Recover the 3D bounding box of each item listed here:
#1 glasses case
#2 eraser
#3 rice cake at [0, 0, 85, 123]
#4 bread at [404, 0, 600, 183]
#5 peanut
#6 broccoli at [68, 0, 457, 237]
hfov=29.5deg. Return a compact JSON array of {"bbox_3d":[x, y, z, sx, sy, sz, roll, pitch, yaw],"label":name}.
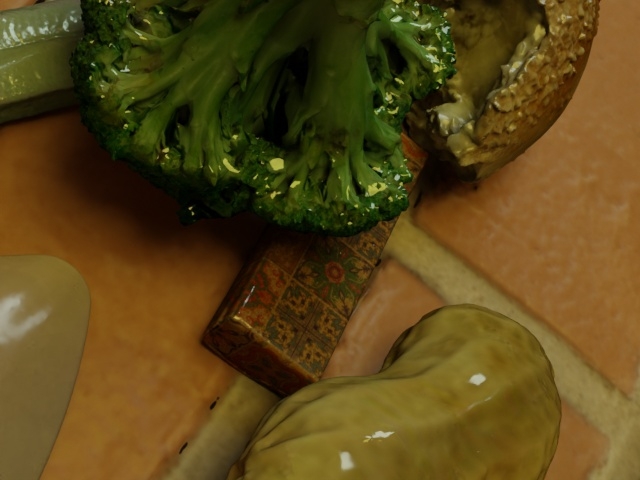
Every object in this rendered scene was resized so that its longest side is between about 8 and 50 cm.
[{"bbox_3d":[0.000,0.000,0.845,0.075,0.049,0.218,38,53,-14],"label":"glasses case"},{"bbox_3d":[-0.220,0.086,0.669,0.204,0.059,0.243,46,57,-1],"label":"eraser"},{"bbox_3d":[-0.221,-0.112,0.785,0.222,0.042,0.080,-20,73,-35],"label":"rice cake"},{"bbox_3d":[0.129,-0.205,0.950,0.192,0.171,0.314,-8,70,-28],"label":"bread"},{"bbox_3d":[0.053,0.128,0.742,0.306,0.147,0.147,-25,79,-43],"label":"peanut"},{"bbox_3d":[-0.015,-0.148,0.746,0.254,0.269,0.269,10,61,-23],"label":"broccoli"}]
